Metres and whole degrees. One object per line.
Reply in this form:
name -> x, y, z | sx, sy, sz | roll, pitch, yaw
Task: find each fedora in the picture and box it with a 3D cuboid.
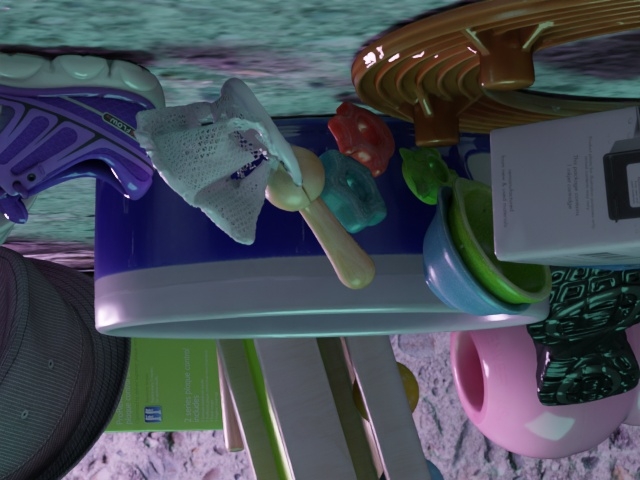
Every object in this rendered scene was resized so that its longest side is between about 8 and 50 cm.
fedora -> -0.296, 0.100, 1.429 | 0.244, 0.275, 0.124 | 22, 153, 19

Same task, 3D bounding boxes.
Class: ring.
ring -> 0.182, -0.068, 0.743 | 0.337, 0.032, 0.336 | -3, 174, 0

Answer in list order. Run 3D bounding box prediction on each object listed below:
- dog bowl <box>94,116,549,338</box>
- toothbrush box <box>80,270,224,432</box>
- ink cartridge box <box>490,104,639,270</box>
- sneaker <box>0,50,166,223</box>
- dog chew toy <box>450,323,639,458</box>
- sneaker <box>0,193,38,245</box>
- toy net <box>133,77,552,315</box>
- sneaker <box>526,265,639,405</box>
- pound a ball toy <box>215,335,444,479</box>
dog bowl -> 0.000, 0.000, 0.991 | 0.265, 0.104, 0.265 | -1, 174, 0
toothbrush box -> -0.179, 0.103, 1.641 | 0.283, 0.122, 0.206 | 0, -169, -4
ink cartridge box -> 0.174, -0.025, 0.712 | 0.180, 0.060, 0.104 | -7, 171, 41
sneaker -> -0.146, -0.042, 0.697 | 0.170, 0.071, 0.068 | 0, 174, -16
dog chew toy -> 0.306, 0.106, 1.725 | 0.332, 0.206, 0.206 | -8, 176, -14
sneaker -> -0.282, -0.010, 0.791 | 0.293, 0.108, 0.169 | -2, 171, -13
toy net -> 0.013, -0.035, 0.769 | 0.045, 0.122, 0.232 | -35, 142, 30
sneaker -> 0.202, 0.029, 1.342 | 0.109, 0.130, 0.286 | -8, 152, -3
pound a ball toy -> -0.003, 0.118, 1.363 | 0.136, 0.319, 0.208 | -12, 166, -18
